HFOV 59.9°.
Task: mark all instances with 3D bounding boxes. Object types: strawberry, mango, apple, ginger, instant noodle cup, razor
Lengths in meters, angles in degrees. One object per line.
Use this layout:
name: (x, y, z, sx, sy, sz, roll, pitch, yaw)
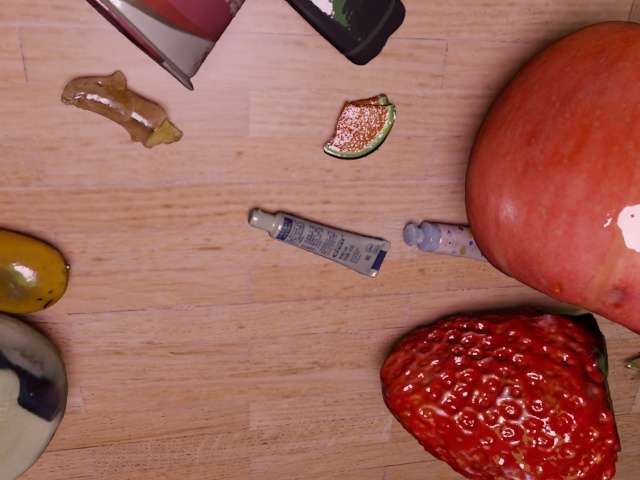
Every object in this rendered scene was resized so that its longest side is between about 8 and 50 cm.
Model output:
strawberry: (0.274, 0.242, 0.832, 0.310, 0.291, 0.291, -13, 122, 24)
mango: (-0.395, 0.035, 0.683, 0.161, 0.076, 0.103, 18, 117, -11)
apple: (0.360, -0.071, 0.643, 0.364, 0.364, 0.363, -5, 117, -10)
ginger: (-0.224, -0.150, 0.645, 0.137, 0.044, 0.057, 29, 125, -22)
instant noodle cup: (-0.150, -0.280, 0.501, 0.178, 0.235, 0.235, -47, 117, 2)
razor: (0.021, -0.274, 0.629, 0.148, 0.054, 0.090, 32, 102, -25)

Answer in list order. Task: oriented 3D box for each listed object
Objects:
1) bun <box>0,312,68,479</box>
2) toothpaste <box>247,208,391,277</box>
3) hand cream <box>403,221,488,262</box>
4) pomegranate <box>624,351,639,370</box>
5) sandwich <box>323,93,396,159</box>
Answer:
bun: (-0.472, 0.191, 0.696, 0.283, 0.179, 0.283, -17, 122, -28)
toothpaste: (0.000, 0.000, 0.774, 0.216, 0.037, 0.061, 18, 111, -24)
hand cream: (0.204, 0.001, 0.815, 0.171, 0.043, 0.064, 8, 114, -19)
pomegranate: (0.650, 0.202, 0.959, 0.220, 0.156, 0.156, -43, 117, 15)
sandwich: (0.053, -0.146, 0.718, 0.069, 0.026, 0.101, 24, 106, -18)
